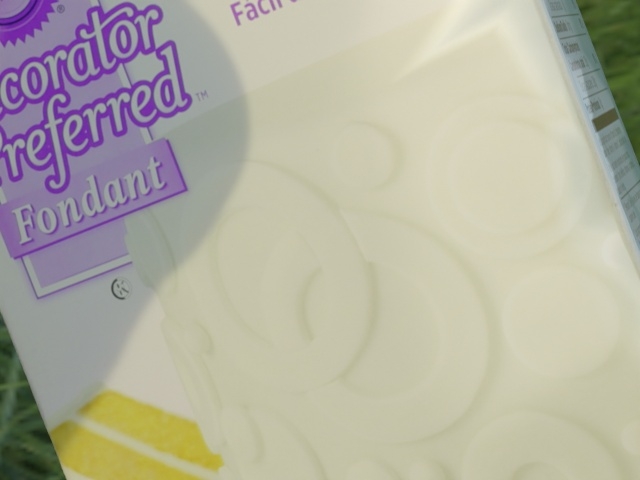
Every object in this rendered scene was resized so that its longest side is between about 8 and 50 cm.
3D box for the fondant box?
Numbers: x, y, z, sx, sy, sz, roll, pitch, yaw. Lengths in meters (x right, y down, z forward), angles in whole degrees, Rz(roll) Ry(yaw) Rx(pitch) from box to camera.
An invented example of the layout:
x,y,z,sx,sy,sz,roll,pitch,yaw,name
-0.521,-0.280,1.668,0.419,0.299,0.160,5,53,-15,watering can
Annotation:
x,y,z,sx,sy,sz,roll,pitch,yaw,name
0.000,0.000,0.689,0.330,0.238,0.096,69,18,-1,fondant box
